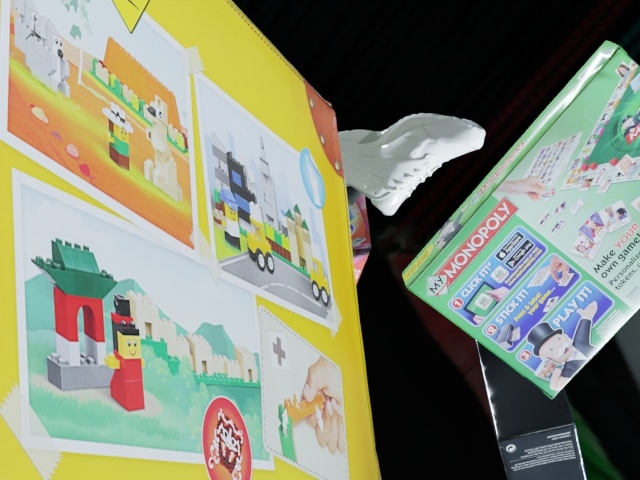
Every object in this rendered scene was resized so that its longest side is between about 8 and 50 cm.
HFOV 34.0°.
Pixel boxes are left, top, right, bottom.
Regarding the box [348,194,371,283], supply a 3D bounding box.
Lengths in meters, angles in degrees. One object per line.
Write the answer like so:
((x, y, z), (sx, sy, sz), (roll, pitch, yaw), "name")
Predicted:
((0.000, 0.000, 1.677), (0.122, 0.257, 0.128), (-4, -110, -8), "box")

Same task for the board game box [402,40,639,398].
((0.267, -0.014, 1.082), (0.213, 0.317, 0.046), (38, -167, -14), "board game box")

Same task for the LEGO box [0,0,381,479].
((-0.150, 0.017, 0.526), (0.500, 0.193, 0.373), (37, -138, -61), "LEGO box")

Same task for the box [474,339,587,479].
((0.280, 0.241, 1.392), (0.261, 0.103, 0.184), (-89, -14, -61), "box")

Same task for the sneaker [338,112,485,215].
((0.106, -0.091, 1.329), (0.090, 0.232, 0.115), (11, -108, -52), "sneaker")
